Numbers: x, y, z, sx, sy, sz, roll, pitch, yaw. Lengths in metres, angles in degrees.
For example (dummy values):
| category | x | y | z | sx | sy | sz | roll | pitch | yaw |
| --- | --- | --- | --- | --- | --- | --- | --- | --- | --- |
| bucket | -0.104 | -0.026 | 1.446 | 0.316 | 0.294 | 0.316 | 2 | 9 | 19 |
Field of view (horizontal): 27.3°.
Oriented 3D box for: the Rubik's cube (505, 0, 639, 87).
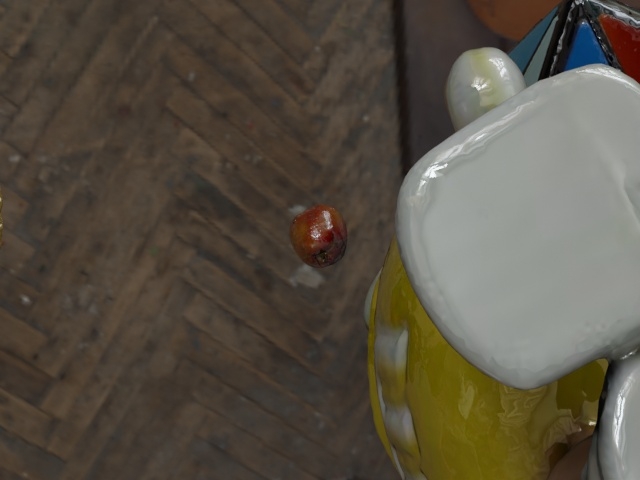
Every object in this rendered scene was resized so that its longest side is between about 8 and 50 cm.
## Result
| category | x | y | z | sx | sy | sz | roll | pitch | yaw |
| --- | --- | --- | --- | --- | --- | --- | --- | --- | --- |
| Rubik's cube | 0.279 | -0.062 | 1.301 | 0.246 | 0.250 | 0.248 | 23 | 73 | -7 |

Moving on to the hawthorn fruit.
| category | x | y | z | sx | sy | sz | roll | pitch | yaw |
| --- | --- | --- | --- | --- | --- | --- | --- | --- | --- |
| hawthorn fruit | 0.000 | -0.004 | 1.581 | 0.077 | 0.077 | 0.077 | -13 | 111 | -38 |

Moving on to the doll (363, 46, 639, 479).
| category | x | y | z | sx | sy | sz | roll | pitch | yaw |
| --- | --- | --- | --- | --- | --- | --- | --- | --- | --- |
| doll | 0.104 | 0.076 | 0.550 | 0.161 | 0.348 | 0.423 | -10 | 147 | 1 |

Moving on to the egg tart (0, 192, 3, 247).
| category | x | y | z | sx | sy | sz | roll | pitch | yaw |
| --- | --- | --- | --- | --- | --- | --- | --- | --- | --- |
| egg tart | -0.436 | 0.009 | 1.125 | 0.153 | 0.351 | 0.339 | 94 | 15 | -71 |
